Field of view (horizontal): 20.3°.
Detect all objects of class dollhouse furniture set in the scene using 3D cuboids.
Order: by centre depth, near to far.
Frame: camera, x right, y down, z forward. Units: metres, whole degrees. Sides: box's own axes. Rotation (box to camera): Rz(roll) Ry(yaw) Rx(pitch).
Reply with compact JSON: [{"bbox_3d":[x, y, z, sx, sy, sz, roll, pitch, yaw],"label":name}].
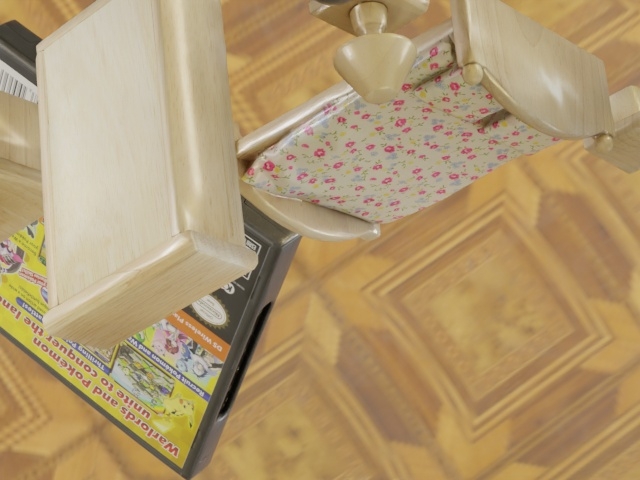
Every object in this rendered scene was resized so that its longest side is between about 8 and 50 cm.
[{"bbox_3d":[0.000,0.000,1.034,0.355,0.303,0.173,20,53,-42],"label":"dollhouse furniture set"}]

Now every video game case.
[{"bbox_3d":[-0.160,0.010,1.310,0.275,0.248,0.035,36,40,16],"label":"video game case"}]

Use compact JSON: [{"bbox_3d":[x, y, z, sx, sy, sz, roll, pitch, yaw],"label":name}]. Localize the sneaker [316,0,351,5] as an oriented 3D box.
[{"bbox_3d":[-0.039,-0.117,0.513,0.061,0.065,0.158,-6,35,-47],"label":"sneaker"}]
